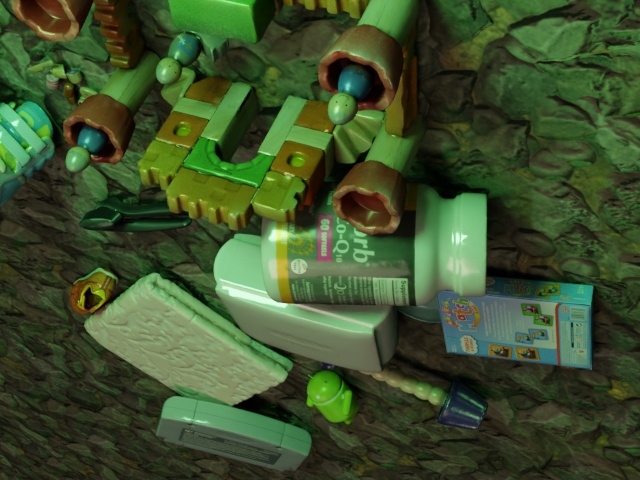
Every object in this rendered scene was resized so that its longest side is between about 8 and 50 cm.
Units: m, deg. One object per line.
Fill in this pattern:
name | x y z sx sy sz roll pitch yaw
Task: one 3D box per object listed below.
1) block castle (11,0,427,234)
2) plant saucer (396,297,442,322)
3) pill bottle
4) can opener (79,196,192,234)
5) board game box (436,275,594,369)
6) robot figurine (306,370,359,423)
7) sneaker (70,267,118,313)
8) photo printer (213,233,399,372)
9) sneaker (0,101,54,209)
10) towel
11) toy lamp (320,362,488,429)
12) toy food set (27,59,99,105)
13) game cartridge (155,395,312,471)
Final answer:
block castle | -0.110 -0.174 1.299 0.453 0.213 0.303 15 146 16
plant saucer | 0.148 0.077 1.649 0.119 0.021 0.119 18 146 13
pill bottle | 0.072 0.004 1.432 0.278 0.162 0.162 0 142 8
can opener | -0.285 -0.033 1.762 0.186 0.073 0.059 0 132 20
board game box | 0.276 0.113 1.577 0.211 0.039 0.160 5 142 17
robot figurine | 0.021 0.274 1.970 0.101 0.067 0.115 9 145 46
sneaker | -0.425 0.102 2.037 0.064 0.067 0.175 32 148 -12
photo printer | -0.011 0.104 1.658 0.256 0.107 0.307 15 164 10
sneaker | -0.496 -0.123 1.607 0.127 0.208 0.319 46 -175 -1
towel | -0.249 0.193 2.056 0.317 0.053 0.332 35 147 -16
toy lamp | 0.137 0.233 1.823 0.275 0.080 0.080 22 147 7
toy food set | -0.349 -0.217 1.585 0.078 0.019 0.122 -8 142 42
game cartridge | -0.172 0.382 2.210 0.297 0.062 0.198 16 149 -6
